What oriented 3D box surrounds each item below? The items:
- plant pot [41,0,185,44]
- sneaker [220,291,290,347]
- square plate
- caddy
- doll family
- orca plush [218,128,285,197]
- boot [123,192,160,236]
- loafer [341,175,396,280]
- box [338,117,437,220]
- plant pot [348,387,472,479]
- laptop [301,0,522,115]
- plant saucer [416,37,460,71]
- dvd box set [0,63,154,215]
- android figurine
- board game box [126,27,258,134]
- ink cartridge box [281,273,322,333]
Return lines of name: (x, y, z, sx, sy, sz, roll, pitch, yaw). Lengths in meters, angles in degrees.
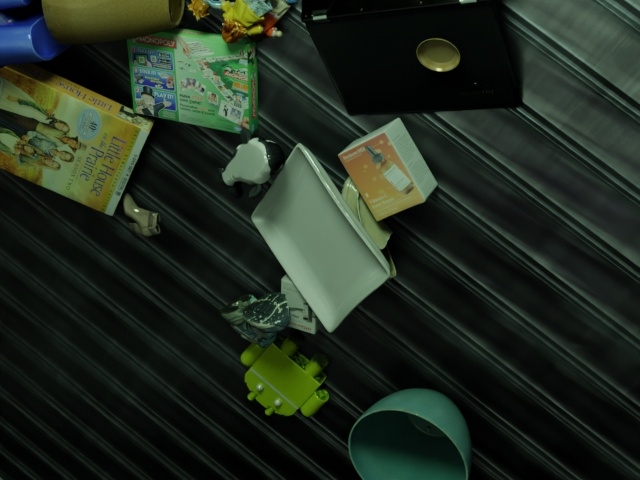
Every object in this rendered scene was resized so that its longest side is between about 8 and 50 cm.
plant pot: (-0.430, -0.532, 1.928, 0.254, 0.237, 0.237, 6, 120, 7)
sneaker: (-0.135, 0.202, 2.194, 0.122, 0.110, 0.283, 59, 157, -15)
square plate: (0.000, 0.000, 1.995, 0.344, 0.049, 0.347, 55, 147, 10)
caddy: (-0.681, -0.521, 1.989, 0.179, 0.341, 0.241, -2, 116, 9)
doll family: (-0.192, -0.508, 1.858, 0.263, 0.118, 0.163, 47, 126, -2)
orca plush: (-0.134, -0.163, 2.032, 0.287, 0.102, 0.151, -45, 58, 58)
boot: (-0.455, -0.066, 2.295, 0.087, 0.042, 0.118, 2, 118, 20)
loafer: (0.112, -0.022, 1.985, 0.092, 0.102, 0.268, -5, 113, 20)
box: (0.144, -0.149, 1.898, 0.130, 0.091, 0.170, -24, 103, 35)
plant pot: (0.237, 0.465, 2.122, 0.290, 0.195, 0.290, 13, 121, 22)
laptop: (0.183, -0.473, 1.746, 0.382, 0.236, 0.408, 1, 88, 27)
plant saucer: (0.223, -0.353, 1.682, 0.083, 0.015, 0.083, 13, 149, 8)
dvd box set: (-0.652, -0.257, 2.181, 0.420, 0.062, 0.307, 25, 129, -13)
android figurine: (-0.097, 0.358, 2.329, 0.248, 0.056, 0.273, 42, 126, 1)
board game box: (-0.292, -0.369, 2.034, 0.317, 0.046, 0.213, 14, 121, 21)
ink cartridge box: (-0.043, 0.150, 2.183, 0.099, 0.056, 0.135, 14, 122, 20)
